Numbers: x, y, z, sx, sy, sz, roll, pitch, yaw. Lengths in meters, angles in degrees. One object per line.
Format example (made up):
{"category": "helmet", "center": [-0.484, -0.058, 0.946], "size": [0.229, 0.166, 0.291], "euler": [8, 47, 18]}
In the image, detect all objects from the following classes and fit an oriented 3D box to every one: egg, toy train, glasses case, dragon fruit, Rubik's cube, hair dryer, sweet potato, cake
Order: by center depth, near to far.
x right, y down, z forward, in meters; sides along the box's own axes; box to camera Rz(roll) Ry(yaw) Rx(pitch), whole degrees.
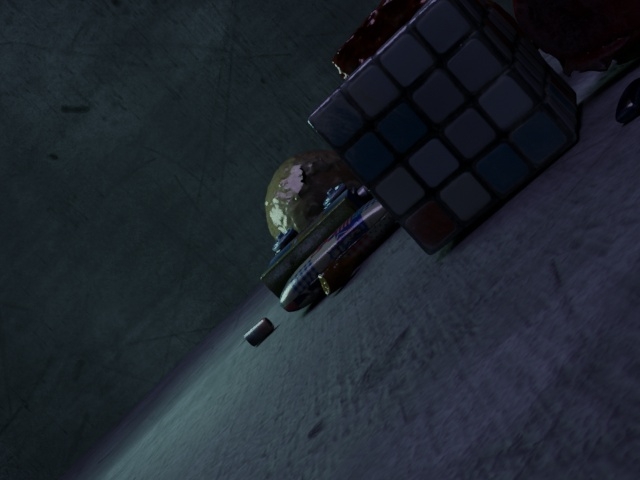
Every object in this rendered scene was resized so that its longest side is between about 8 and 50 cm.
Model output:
{"category": "glasses case", "center": [0.345, -0.158, 1.040], "size": [0.033, 0.023, 0.083], "euler": [-38, 7, 43]}
{"category": "Rubik's cube", "center": [0.176, -0.179, 1.289], "size": [0.256, 0.259, 0.253], "euler": [-43, 5, 24]}
{"category": "dragon fruit", "center": [0.396, -0.387, 1.297], "size": [0.291, 0.269, 0.250], "euler": [-51, 16, -29]}
{"category": "cake", "center": [0.234, -0.316, 1.715], "size": [0.269, 0.319, 0.270], "euler": [-45, -2, 22]}
{"category": "sweet potato", "center": [0.041, 0.054, 1.787], "size": [0.117, 0.049, 0.049], "euler": [-42, 2, -28]}
{"category": "glasses case", "center": [0.040, 0.024, 1.890], "size": [0.327, 0.076, 0.125], "euler": [-44, 5, 13]}
{"category": "toy train", "center": [0.000, 0.000, 2.073], "size": [0.299, 0.131, 0.202], "euler": [-44, 11, 17]}
{"category": "hair dryer", "center": [-0.130, 0.201, 2.143], "size": [0.063, 0.037, 0.114], "euler": [-42, -3, 10]}
{"category": "egg", "center": [-0.011, -0.087, 2.315], "size": [0.279, 0.279, 0.310], "euler": [-39, 20, 52]}
